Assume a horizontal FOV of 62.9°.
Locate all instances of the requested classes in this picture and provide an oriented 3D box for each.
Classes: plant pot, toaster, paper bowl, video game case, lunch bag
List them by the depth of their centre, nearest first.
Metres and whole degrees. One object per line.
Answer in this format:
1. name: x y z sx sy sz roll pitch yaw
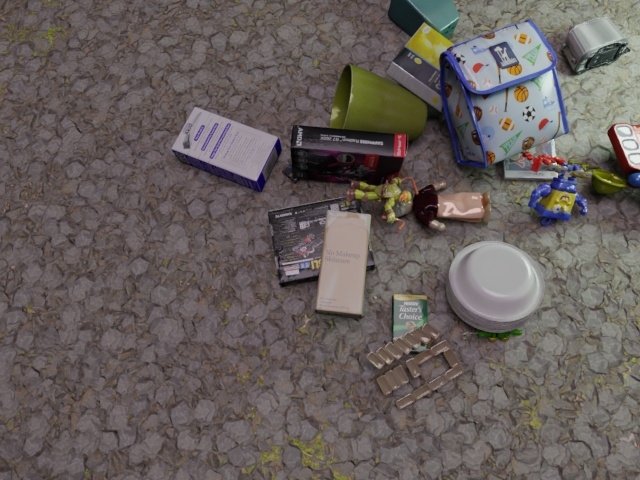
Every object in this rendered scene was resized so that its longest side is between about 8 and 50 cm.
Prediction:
1. paper bowl: 0.536 0.127 1.606 0.284 0.148 0.284 -2 58 3
2. lunch bag: 0.577 -0.470 1.680 0.327 0.239 0.386 -22 106 -9
3. plant pot: 0.207 -0.443 1.813 0.293 0.275 0.275 8 70 -12
4. video game case: 0.733 -0.307 1.842 0.183 0.023 0.202 2 71 3
5. toaster: 1.006 -0.723 1.919 0.226 0.129 0.147 -20 69 -3
6. plant pot: 0.403 -0.870 1.987 0.165 0.166 0.234 -38 80 -10

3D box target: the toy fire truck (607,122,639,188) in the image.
1. toy fire truck: 1.100 -0.253 1.713 0.253 0.169 0.302 -6 70 -6

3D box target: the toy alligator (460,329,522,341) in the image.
1. toy alligator: 0.530 0.279 1.636 0.189 0.056 0.051 -3 29 3

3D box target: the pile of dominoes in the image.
1. pile of dominoes: 0.284 0.377 1.603 0.251 0.040 0.196 -28 88 -5

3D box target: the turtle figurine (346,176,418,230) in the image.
1. turtle figurine: 0.195 -0.140 1.667 0.217 0.087 0.270 6 46 14

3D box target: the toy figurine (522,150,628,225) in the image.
1. toy figurine: 0.801 -0.153 1.744 0.362 0.191 0.217 8 112 -18

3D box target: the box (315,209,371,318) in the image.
1. box: 0.071 0.075 1.613 0.147 0.121 0.311 5 75 3

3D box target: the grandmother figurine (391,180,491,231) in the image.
1. grandmother figurine: 0.389 -0.112 1.759 0.342 0.104 0.208 4 44 7

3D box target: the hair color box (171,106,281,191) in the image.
1. hair color box: -0.330 -0.323 1.859 0.338 0.110 0.185 22 75 8

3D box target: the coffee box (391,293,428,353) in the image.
1. coffee box: 0.282 0.263 1.657 0.113 0.040 0.184 3 71 4

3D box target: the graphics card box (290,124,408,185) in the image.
1. graphics card box: 0.087 -0.278 1.744 0.370 0.233 0.094 6 73 0

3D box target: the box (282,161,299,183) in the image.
1. box: -0.085 -0.253 1.868 0.067 0.018 0.083 43 77 15

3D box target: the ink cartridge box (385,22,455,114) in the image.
1. ink cartridge box: 0.422 -0.599 1.852 0.307 0.072 0.304 34 55 1

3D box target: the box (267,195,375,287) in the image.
1. box: 0.000 0.000 1.745 0.321 0.079 0.257 -11 73 -1
